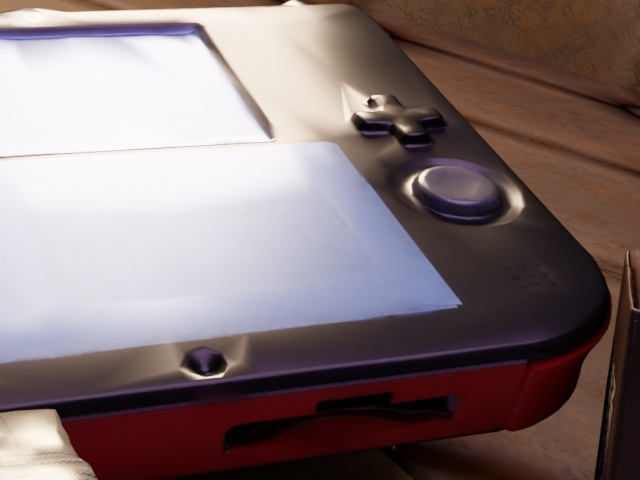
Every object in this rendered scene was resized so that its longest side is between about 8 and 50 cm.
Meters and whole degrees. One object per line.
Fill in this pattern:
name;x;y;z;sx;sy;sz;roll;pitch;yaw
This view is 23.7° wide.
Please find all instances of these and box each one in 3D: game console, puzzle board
game console;-0.098;-0.023;0.684;0.386;0.060;0.342;-5;38;-22
puzzle board;-0.018;0.103;0.691;0.128;0.011;0.096;7;18;-36

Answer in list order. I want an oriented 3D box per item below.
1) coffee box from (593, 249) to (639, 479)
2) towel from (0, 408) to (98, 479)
coffee box;0.232;0.093;0.583;0.246;0.141;0.098;6;15;9
towel;-0.171;0.118;0.325;0.324;0.056;0.312;-1;15;-24
